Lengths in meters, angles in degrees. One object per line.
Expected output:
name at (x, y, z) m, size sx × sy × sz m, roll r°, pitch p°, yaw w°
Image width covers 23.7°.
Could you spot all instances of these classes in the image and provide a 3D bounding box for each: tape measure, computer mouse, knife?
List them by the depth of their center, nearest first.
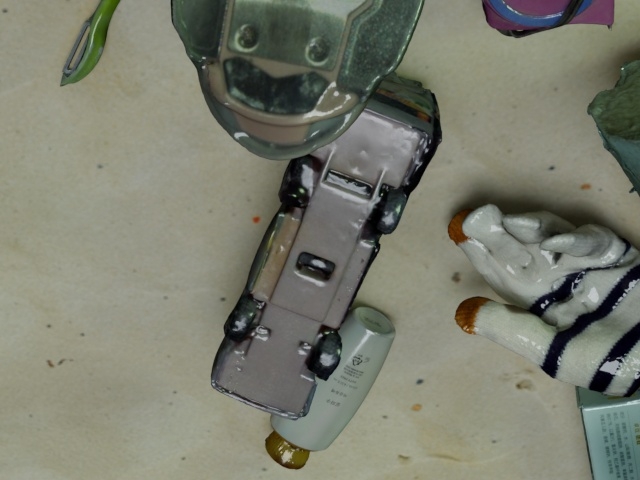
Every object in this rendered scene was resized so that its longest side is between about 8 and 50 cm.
computer mouse at (0.005, -0.252, 1.191) m, size 0.199 × 0.115 × 0.389 m, roll 14°, pitch 91°, yaw 11°
tape measure at (0.179, -0.224, 1.239) m, size 0.118 × 0.074 × 0.125 m, roll -4°, pitch 125°, yaw -1°
knife at (-0.179, -0.199, 1.297) m, size 0.026 × 0.022 × 0.184 m, roll 38°, pitch 119°, yaw 10°

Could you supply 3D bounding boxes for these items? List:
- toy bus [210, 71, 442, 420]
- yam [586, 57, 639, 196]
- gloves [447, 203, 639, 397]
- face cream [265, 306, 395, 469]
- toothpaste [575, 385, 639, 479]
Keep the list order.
toy bus at (0.000, 0.000, 1.343) m, size 0.112 × 0.138 × 0.317 m, roll 23°, pitch 120°, yaw -5°
yam at (0.392, -0.029, 1.255) m, size 0.241 × 0.241 × 0.348 m, roll -26°, pitch 121°, yaw 16°
gloves at (0.216, 0.039, 1.375) m, size 0.218 × 0.131 × 0.140 m, roll 38°, pitch 121°, yaw 16°
face cream at (0.008, 0.143, 1.471) m, size 0.072 × 0.051 × 0.182 m, roll 23°, pitch 118°, yaw -18°
toothpaste at (0.316, 0.267, 1.521) m, size 0.089 × 0.071 × 0.313 m, roll -9°, pitch 120°, yaw 10°
